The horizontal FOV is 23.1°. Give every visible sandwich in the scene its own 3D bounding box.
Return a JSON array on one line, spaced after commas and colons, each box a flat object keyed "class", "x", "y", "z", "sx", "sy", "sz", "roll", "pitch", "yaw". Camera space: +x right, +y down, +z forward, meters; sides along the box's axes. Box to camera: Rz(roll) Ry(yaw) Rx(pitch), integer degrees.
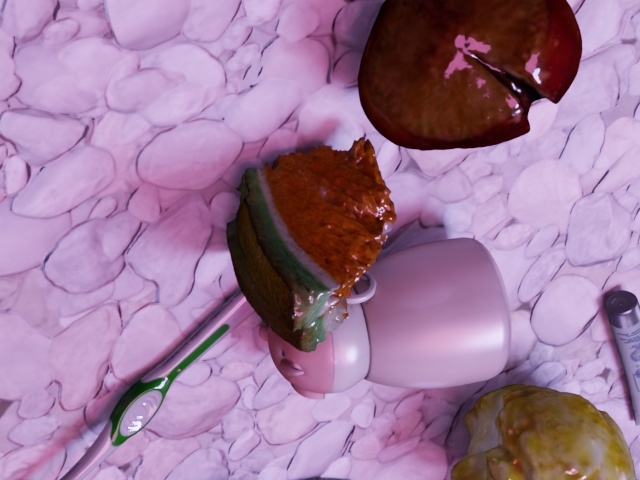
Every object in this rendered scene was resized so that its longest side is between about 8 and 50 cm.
[{"class": "sandwich", "x": 0.002, "y": 0.006, "z": 1.445, "sx": 0.160, "sy": 0.185, "sz": 0.109, "roll": -18, "pitch": 138, "yaw": -13}]

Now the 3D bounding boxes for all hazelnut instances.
[{"class": "hazelnut", "x": 0.128, "y": -0.166, "z": 1.411, "sx": 0.204, "sy": 0.178, "sz": 0.178, "roll": -41, "pitch": 133, "yaw": 10}]

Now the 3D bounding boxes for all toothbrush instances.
[{"class": "toothbrush", "x": -0.173, "y": 0.159, "z": 1.553, "sx": 0.418, "sy": 0.040, "sz": 0.042, "roll": -42, "pitch": 131, "yaw": 4}]

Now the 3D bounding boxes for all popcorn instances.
[{"class": "popcorn", "x": 0.250, "y": 0.253, "z": 1.739, "sx": 0.204, "sy": 0.221, "sz": 0.184, "roll": 31, "pitch": 94, "yaw": 0}]

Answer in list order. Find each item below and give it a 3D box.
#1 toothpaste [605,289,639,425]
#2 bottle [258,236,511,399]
[{"class": "toothpaste", "x": 0.379, "y": 0.144, "z": 1.859, "sx": 0.062, "sy": 0.039, "sz": 0.239, "roll": -30, "pitch": 135, "yaw": -2}, {"class": "bottle", "x": 0.059, "y": 0.086, "z": 1.567, "sx": 0.236, "sy": 0.147, "sz": 0.147, "roll": -10, "pitch": 128, "yaw": -14}]
